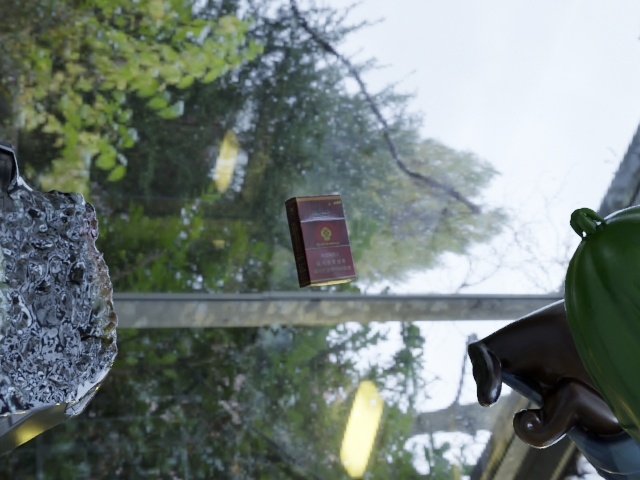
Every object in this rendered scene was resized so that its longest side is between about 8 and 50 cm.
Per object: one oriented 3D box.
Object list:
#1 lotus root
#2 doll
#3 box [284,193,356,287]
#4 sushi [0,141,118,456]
[{"bbox_3d":[0.246,0.038,0.634,0.186,0.186,0.186,-9,-99,63],"label":"lotus root"},{"bbox_3d":[0.336,0.210,0.980,0.340,0.317,0.209,52,-41,15],"label":"doll"},{"bbox_3d":[0.000,0.000,0.794,0.023,0.051,0.082,-21,-103,55],"label":"box"},{"bbox_3d":[-0.297,0.063,0.794,0.215,0.212,0.227,-36,-105,27],"label":"sushi"}]
